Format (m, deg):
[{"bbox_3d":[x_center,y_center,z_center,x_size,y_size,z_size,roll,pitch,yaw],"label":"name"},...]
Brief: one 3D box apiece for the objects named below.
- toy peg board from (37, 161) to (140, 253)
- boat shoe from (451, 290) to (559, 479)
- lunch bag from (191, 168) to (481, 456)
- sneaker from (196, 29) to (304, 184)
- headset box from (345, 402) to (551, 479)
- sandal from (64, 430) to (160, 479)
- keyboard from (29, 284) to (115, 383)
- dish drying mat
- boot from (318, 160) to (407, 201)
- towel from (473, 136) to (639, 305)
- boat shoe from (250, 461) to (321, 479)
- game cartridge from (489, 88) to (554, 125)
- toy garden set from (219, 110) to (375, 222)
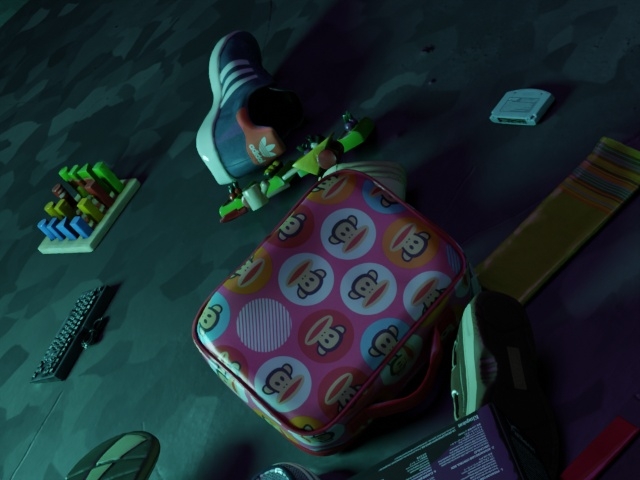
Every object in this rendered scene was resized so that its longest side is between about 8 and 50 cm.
[{"bbox_3d":[-0.427,-0.063,2.173,0.161,0.079,0.160,-3,46,46],"label":"toy peg board"},{"bbox_3d":[0.174,0.178,1.230,0.095,0.095,0.257,120,162,-46],"label":"boat shoe"},{"bbox_3d":[0.031,0.088,1.394,0.258,0.120,0.293,39,79,28],"label":"lunch bag"},{"bbox_3d":[-0.097,-0.233,2.009,0.148,0.131,0.350,-19,42,20],"label":"sneaker"},{"bbox_3d":[0.117,0.317,1.011,0.218,0.110,0.293,-32,49,14],"label":"headset box"},{"bbox_3d":[-0.263,0.366,1.447,0.120,0.086,0.302,1,64,40],"label":"sandal"},{"bbox_3d":[-0.378,0.143,1.909,0.108,0.023,0.180,-11,42,39],"label":"keyboard"},{"bbox_3d":[0.262,0.201,1.160,0.083,0.008,0.032,-44,32,-8],"label":"dish drying mat"},{"bbox_3d":[0.000,0.000,1.608,0.262,0.095,0.203,-23,35,15],"label":"boot"},{"bbox_3d":[0.279,-0.024,1.419,0.237,0.021,0.102,-44,30,-7],"label":"towel"},{"bbox_3d":[-0.057,0.314,1.209,0.127,0.158,0.340,-32,32,12],"label":"boat shoe"},{"bbox_3d":[0.268,-0.177,1.635,0.083,0.017,0.056,13,62,53],"label":"game cartridge"},{"bbox_3d":[-0.050,-0.106,1.777,0.244,0.049,0.204,-29,9,18],"label":"toy garden set"}]
